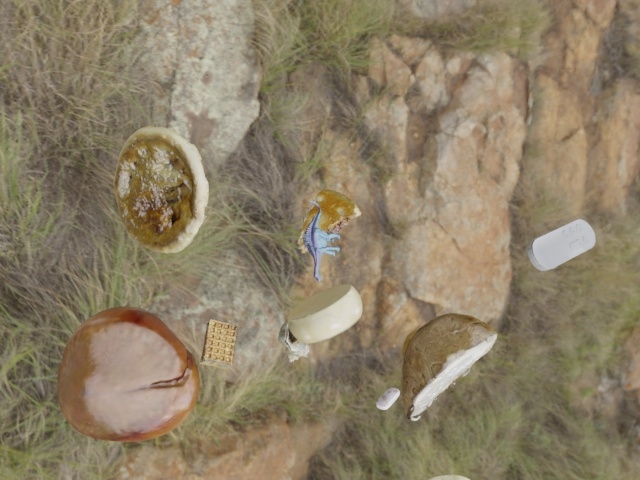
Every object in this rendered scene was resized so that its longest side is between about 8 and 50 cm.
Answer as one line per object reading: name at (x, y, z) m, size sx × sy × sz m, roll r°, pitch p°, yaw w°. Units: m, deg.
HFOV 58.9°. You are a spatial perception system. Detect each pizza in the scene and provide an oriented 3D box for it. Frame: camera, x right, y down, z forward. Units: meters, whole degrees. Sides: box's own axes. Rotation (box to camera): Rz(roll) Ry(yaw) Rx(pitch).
pizza at (0.015, -0.038, 1.500) m, size 0.194 × 0.154 × 0.069 m, roll -51°, pitch 140°, yaw -5°

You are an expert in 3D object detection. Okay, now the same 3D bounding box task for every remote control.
remote control at (0.556, 0.009, 1.303) m, size 0.245 × 0.022 × 0.077 m, roll -18°, pitch 76°, yaw -35°

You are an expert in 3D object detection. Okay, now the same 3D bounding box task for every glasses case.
glasses case at (0.169, 0.394, 1.416) m, size 0.083 × 0.032 × 0.021 m, roll -30°, pitch 119°, yaw -48°

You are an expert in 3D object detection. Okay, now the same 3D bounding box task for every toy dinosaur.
toy dinosaur at (0.000, 0.000, 1.307) m, size 0.080 × 0.045 × 0.197 m, roll 3°, pitch 72°, yaw -21°

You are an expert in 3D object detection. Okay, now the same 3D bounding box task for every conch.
conch at (-0.091, 0.355, 2.139) m, size 0.155 × 0.130 × 0.207 m, roll 67°, pitch 39°, yaw -74°

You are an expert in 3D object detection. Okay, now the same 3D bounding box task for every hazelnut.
hazelnut at (-0.477, 0.334, 1.427) m, size 0.316 × 0.372 × 0.372 m, roll -28°, pitch 127°, yaw -1°

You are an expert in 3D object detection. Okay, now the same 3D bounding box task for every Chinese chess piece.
Chinese chess piece at (0.016, 0.236, 1.834) m, size 0.251 × 0.251 × 0.097 m, roll -31°, pitch 100°, yaw -31°

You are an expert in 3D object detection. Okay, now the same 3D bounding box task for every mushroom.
mushroom at (0.171, 0.181, 0.855) m, size 0.072 × 0.094 × 0.209 m, roll 10°, pitch 131°, yaw -31°

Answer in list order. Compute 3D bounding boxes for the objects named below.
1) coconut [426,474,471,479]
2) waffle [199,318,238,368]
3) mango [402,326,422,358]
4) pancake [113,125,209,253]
coconut at (0.329, 0.705, 1.441) m, size 0.202 × 0.222 × 0.202 m, roll -1°, pitch 109°, yaw -3°
waffle at (-0.326, 0.333, 1.827) m, size 0.103 × 0.042 × 0.147 m, roll 15°, pitch 54°, yaw -17°
mango at (0.365, 0.356, 1.832) m, size 0.119 × 0.317 × 0.176 m, roll -34°, pitch 85°, yaw -35°
pancake at (-0.433, -0.132, 1.523) m, size 0.065 × 0.356 × 0.355 m, roll -22°, pitch 121°, yaw -59°
